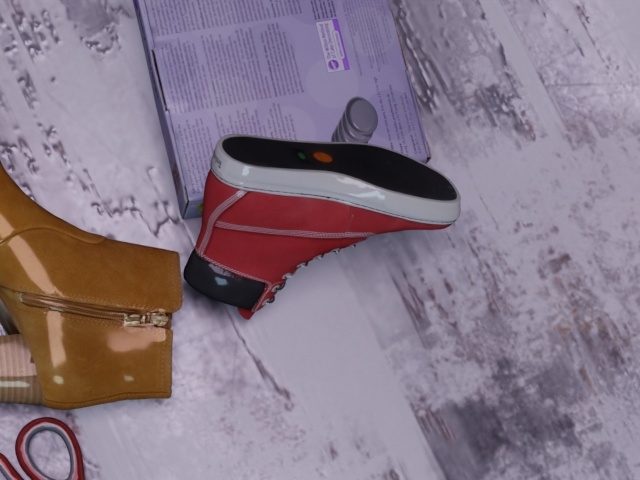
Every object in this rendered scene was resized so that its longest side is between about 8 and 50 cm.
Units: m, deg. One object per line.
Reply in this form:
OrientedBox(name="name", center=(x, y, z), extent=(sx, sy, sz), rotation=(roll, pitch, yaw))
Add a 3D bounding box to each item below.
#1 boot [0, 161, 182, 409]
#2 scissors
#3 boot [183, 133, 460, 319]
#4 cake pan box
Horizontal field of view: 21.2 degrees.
OrientedBox(name="boot", center=(-0.236, 0.010, 1.579), extent=(0.211, 0.104, 0.295), rotation=(-3, 79, -17))
OrientedBox(name="scissors", center=(-0.192, 0.283, 1.546), extent=(0.297, 0.021, 0.109), rotation=(45, 70, 3))
OrientedBox(name="boot", center=(0.000, 0.000, 1.604), extent=(0.244, 0.176, 0.088), rotation=(6, 30, -17))
OrientedBox(name="cake pan box", center=(-0.044, -0.171, 1.669), extent=(0.246, 0.070, 0.266), rotation=(-12, 77, -15))
